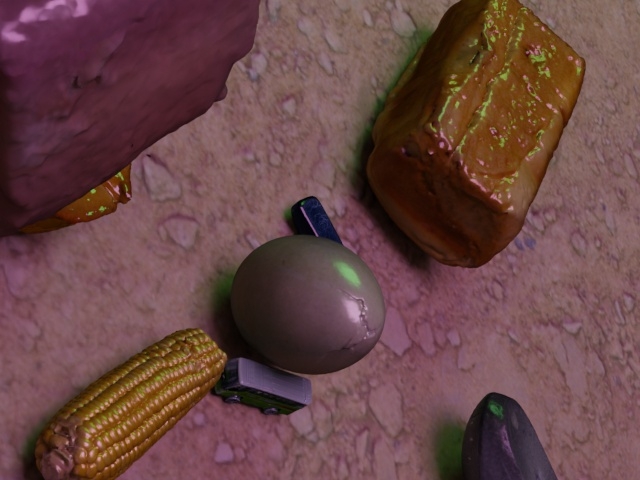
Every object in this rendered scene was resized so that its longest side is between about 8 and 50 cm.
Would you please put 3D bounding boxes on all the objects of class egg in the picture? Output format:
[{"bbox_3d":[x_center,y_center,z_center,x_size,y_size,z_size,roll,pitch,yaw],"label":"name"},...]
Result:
[{"bbox_3d":[-0.009,0.054,1.462,0.114,0.152,0.114,-13,113,-34],"label":"egg"}]

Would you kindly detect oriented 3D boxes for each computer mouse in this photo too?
[{"bbox_3d":[0.182,0.244,1.647,0.229,0.068,0.113,65,25,-18],"label":"computer mouse"}]

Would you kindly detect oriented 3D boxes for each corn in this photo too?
[{"bbox_3d":[-0.142,0.126,1.337,0.206,0.067,0.067,-39,101,-51],"label":"corn"}]

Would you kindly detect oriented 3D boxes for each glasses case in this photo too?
[{"bbox_3d":[0.000,0.000,1.596,0.083,0.023,0.033,61,34,-8],"label":"glasses case"}]

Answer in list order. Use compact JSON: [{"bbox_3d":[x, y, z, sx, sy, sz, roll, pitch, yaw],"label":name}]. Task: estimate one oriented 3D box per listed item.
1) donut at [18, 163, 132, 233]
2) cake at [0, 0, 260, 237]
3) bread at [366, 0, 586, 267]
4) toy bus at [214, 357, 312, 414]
[{"bbox_3d":[-0.226,-0.088,1.348,0.174,0.075,0.190,12,58,-44],"label":"donut"},{"bbox_3d":[-0.210,-0.190,1.185,0.230,0.237,0.309,-33,66,-25],"label":"cake"},{"bbox_3d":[0.154,-0.112,1.743,0.167,0.132,0.294,48,43,-20],"label":"bread"},{"bbox_3d":[-0.049,0.121,1.468,0.083,0.037,0.031,22,55,-40],"label":"toy bus"}]
